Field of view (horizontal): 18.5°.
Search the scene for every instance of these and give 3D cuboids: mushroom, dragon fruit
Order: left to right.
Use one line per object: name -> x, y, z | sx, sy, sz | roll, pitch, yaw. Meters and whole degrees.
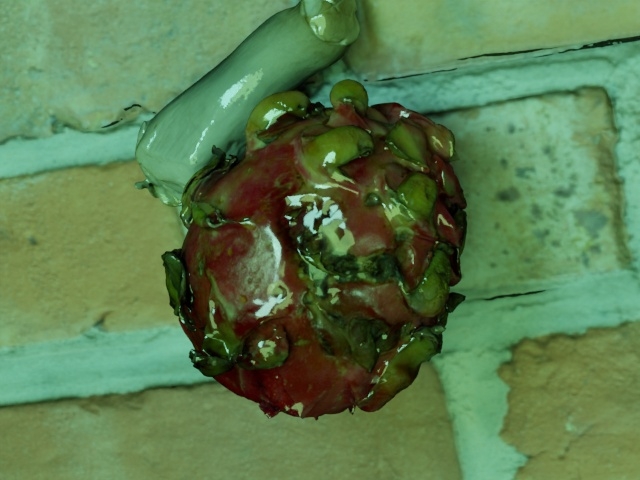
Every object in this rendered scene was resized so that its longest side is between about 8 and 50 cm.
mushroom -> -0.069, -0.133, 1.797 | 0.099, 0.096, 0.278 | 44, 111, -6
dragon fruit -> 0.000, 0.000, 1.730 | 0.269, 0.250, 0.291 | 11, 115, -27
